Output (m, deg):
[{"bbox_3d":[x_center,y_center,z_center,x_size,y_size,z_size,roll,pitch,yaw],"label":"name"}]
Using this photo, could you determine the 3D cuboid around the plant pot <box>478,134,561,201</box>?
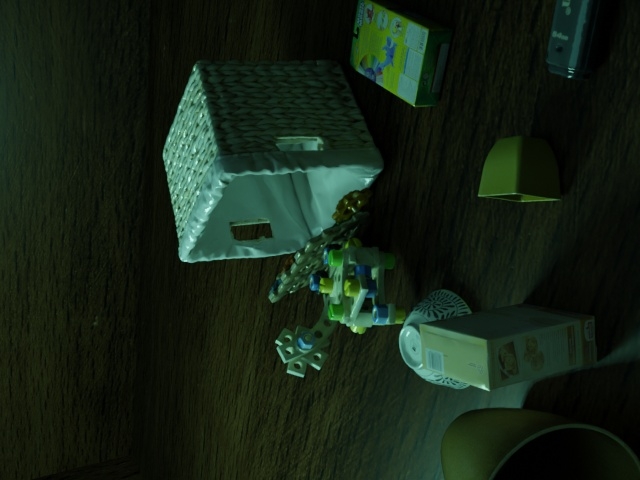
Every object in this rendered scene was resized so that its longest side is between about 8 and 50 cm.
[{"bbox_3d":[0.274,-0.099,1.079,0.081,0.081,0.083,2,86,62],"label":"plant pot"}]

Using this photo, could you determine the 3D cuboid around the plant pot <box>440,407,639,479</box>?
[{"bbox_3d":[0.265,0.323,1.076,0.254,0.237,0.237,-156,62,-74],"label":"plant pot"}]

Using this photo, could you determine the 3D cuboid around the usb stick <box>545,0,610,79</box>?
[{"bbox_3d":[0.325,-0.337,0.952,0.077,0.045,0.278,37,129,52],"label":"usb stick"}]

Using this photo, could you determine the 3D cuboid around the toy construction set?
[{"bbox_3d":[0.040,0.122,1.470,0.327,0.151,0.215,-46,42,46],"label":"toy construction set"}]

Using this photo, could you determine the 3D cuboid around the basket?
[{"bbox_3d":[-0.109,-0.154,1.517,0.331,0.328,0.266,-53,49,54],"label":"basket"}]

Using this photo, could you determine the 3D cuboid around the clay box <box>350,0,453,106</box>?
[{"bbox_3d":[0.127,-0.321,1.320,0.222,0.053,0.127,47,137,49],"label":"clay box"}]

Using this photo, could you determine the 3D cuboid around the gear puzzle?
[{"bbox_3d":[0.000,0.000,1.510,0.044,0.175,0.339,53,144,15],"label":"gear puzzle"}]

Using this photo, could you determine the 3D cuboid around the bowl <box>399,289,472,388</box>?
[{"bbox_3d":[0.184,0.171,1.311,0.170,0.080,0.170,26,120,57],"label":"bowl"}]

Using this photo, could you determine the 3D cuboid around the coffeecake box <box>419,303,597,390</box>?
[{"bbox_3d":[0.251,0.138,1.062,0.142,0.185,0.068,6,102,62],"label":"coffeecake box"}]
